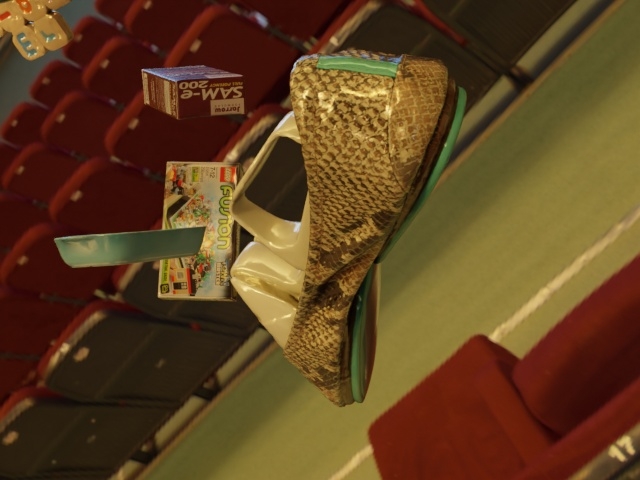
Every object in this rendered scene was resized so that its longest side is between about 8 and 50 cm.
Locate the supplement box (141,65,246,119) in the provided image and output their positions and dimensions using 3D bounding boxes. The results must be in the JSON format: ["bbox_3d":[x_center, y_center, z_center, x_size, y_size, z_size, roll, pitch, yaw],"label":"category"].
[{"bbox_3d":[-0.238,-0.277,1.613,0.239,0.130,0.073,-149,54,-60],"label":"supplement box"}]

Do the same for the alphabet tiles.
[{"bbox_3d":[-0.527,-0.434,1.433,0.278,0.284,0.021,-9,33,41],"label":"alphabet tiles"}]

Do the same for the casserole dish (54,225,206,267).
[{"bbox_3d":[-0.211,0.007,0.989,0.114,0.188,0.036,-4,93,31],"label":"casserole dish"}]

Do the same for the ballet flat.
[{"bbox_3d":[0.000,0.000,0.849,0.482,0.182,0.164,101,-176,-53],"label":"ballet flat"}]

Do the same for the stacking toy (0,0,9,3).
[{"bbox_3d":[-0.566,-0.360,1.221,0.130,0.280,0.308,97,-164,-56],"label":"stacking toy"}]

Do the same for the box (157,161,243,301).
[{"bbox_3d":[-0.178,-0.014,1.305,0.114,0.036,0.206,1,80,6],"label":"box"}]
